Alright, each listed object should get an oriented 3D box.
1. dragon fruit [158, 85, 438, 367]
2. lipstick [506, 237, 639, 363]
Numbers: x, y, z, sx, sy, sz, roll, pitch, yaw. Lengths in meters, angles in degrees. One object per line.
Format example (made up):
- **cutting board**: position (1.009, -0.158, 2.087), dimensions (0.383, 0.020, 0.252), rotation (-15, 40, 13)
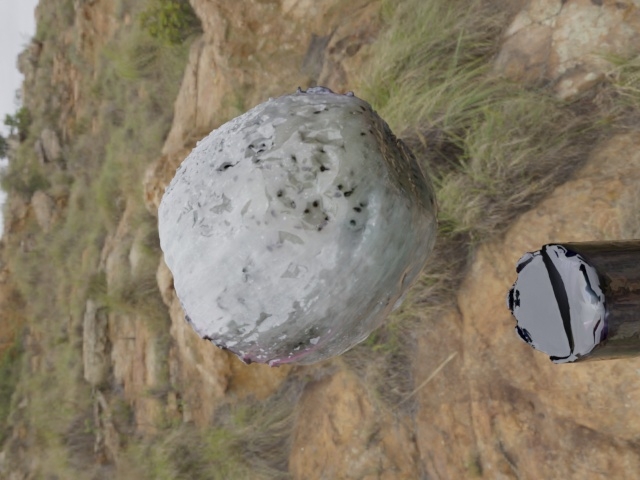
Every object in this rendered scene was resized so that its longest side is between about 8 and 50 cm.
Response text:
- **dragon fruit**: position (0.000, 0.000, 0.582), dimensions (0.221, 0.283, 0.203), rotation (-34, 37, 31)
- **lipstick**: position (0.303, 0.035, 0.402), dimensions (0.077, 0.419, 0.077), rotation (0, 90, 61)
